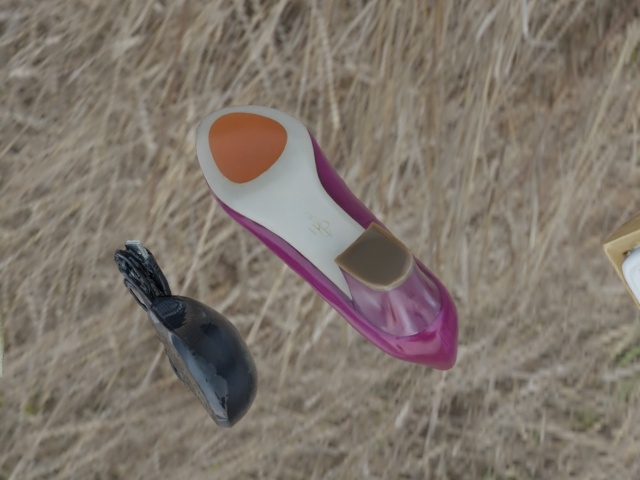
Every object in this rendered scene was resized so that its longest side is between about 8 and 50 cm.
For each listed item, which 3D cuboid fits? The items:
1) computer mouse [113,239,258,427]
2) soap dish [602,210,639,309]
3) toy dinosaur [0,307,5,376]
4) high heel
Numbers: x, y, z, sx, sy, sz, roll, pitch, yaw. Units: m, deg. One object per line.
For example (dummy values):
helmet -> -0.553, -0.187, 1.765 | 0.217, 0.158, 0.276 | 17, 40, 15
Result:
computer mouse -> -0.128, 0.106, 1.879 | 0.072, 0.272, 0.188 | -30, 116, -10
soap dish -> 0.458, 0.022, 1.723 | 0.291, 0.118, 0.229 | -25, 115, 24
toy dinosaur -> -0.286, 0.030, 1.461 | 0.053, 0.183, 0.093 | -28, 127, -15
high heel -> 0.000, 0.000, 1.841 | 0.127, 0.377, 0.181 | -37, 138, -6
